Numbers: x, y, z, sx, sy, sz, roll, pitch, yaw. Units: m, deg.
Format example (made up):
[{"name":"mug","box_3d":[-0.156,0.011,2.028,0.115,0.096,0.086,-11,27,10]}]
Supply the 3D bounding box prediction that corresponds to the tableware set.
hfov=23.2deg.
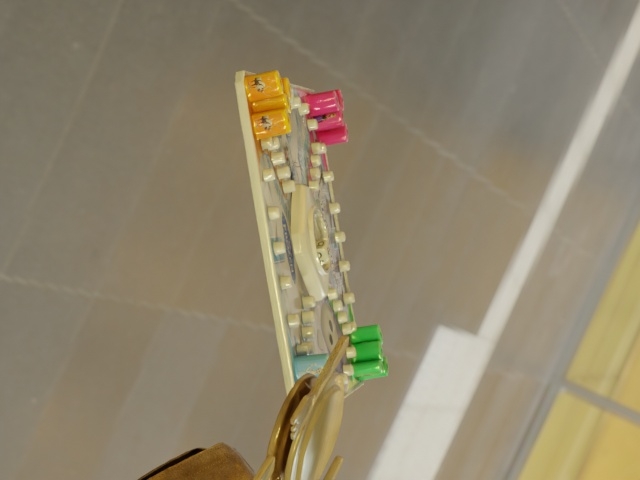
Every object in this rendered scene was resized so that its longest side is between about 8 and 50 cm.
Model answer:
[{"name":"tableware set","box_3d":[-0.038,0.152,0.928,0.194,0.039,0.128,-57,157,-44]}]

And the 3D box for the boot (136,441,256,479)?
[{"name":"boot","box_3d":[-0.161,0.259,1.178,0.305,0.112,0.115,-31,99,-36]}]

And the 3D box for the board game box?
[{"name":"board game box","box_3d":[0.000,0.000,1.848,0.390,0.050,0.390,-10,90,-78]}]
